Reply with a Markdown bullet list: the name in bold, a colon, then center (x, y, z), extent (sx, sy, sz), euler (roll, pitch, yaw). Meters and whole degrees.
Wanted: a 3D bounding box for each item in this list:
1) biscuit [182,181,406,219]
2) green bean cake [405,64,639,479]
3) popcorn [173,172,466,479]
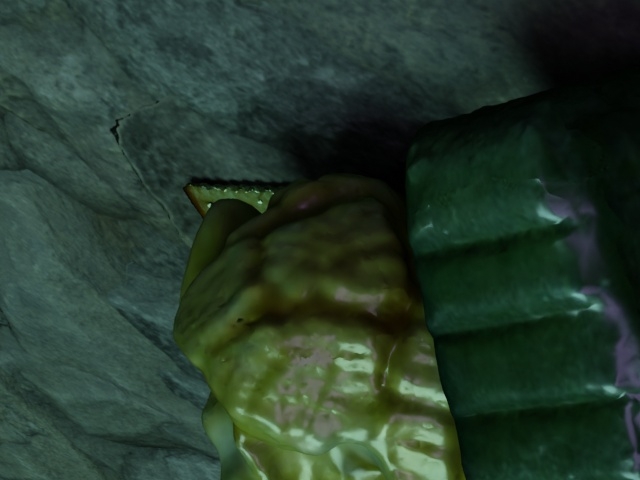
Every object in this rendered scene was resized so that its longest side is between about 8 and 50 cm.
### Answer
- **biscuit**: center (0.000, 0.000, 1.185), extent (0.231, 0.016, 0.139), euler (3, 142, 34)
- **green bean cake**: center (0.218, 0.041, 0.862), extent (0.169, 0.300, 0.308), euler (-14, 92, 49)
- **popcorn**: center (0.051, 0.103, 1.028), extent (0.293, 0.292, 0.334), euler (6, 136, 27)
